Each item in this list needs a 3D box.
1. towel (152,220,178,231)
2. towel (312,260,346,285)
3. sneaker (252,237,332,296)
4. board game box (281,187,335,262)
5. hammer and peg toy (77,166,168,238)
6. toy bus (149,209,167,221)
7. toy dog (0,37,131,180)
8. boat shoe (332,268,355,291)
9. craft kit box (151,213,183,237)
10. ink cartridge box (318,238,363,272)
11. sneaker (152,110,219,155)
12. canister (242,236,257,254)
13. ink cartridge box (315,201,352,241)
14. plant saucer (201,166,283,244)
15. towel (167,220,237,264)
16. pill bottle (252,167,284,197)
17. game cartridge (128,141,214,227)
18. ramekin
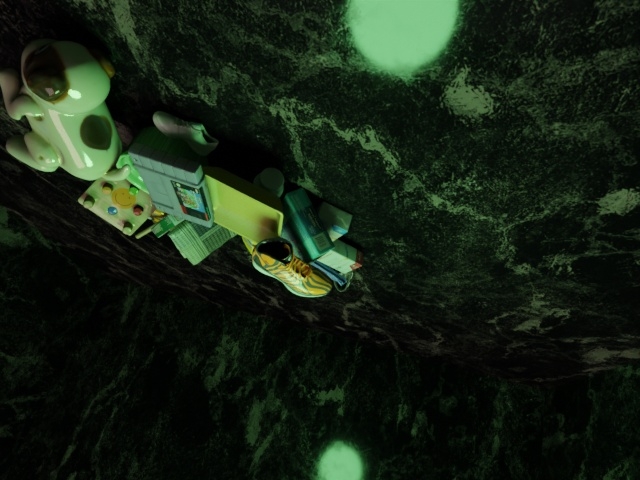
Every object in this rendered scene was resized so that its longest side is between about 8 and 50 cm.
[{"bbox_3d":[-0.719,-0.087,2.155,0.371,0.040,0.271,18,155,4],"label":"towel"},{"bbox_3d":[-0.029,0.123,1.984,0.243,0.040,0.336,35,171,-17],"label":"towel"},{"bbox_3d":[-0.095,0.097,1.477,0.321,0.124,0.180,22,155,-4],"label":"sneaker"},{"bbox_3d":[-0.093,-0.024,1.637,0.253,0.079,0.336,62,153,5],"label":"board game box"},{"bbox_3d":[-0.799,-0.142,1.777,0.361,0.266,0.127,43,-171,-31],"label":"hammer and peg toy"},{"bbox_3d":[-0.816,-0.188,1.910,0.333,0.108,0.130,31,153,-29],"label":"toy bus"},{"bbox_3d":[-0.732,-0.377,1.198,0.395,0.285,0.408,44,140,9],"label":"toy dog"},{"bbox_3d":[0.114,0.161,2.047,0.112,0.095,0.335,16,156,12],"label":"boat shoe"},{"bbox_3d":[-0.560,-0.119,1.729,0.250,0.246,0.061,-17,113,53],"label":"craft kit box"},{"bbox_3d":[0.080,0.066,1.812,0.175,0.072,0.127,28,147,-26],"label":"ink cartridge box"},{"bbox_3d":[-0.426,-0.360,1.337,0.094,0.080,0.212,-21,144,38],"label":"sneaker"},{"bbox_3d":[-0.315,-0.018,1.936,0.126,0.073,0.170,56,160,17],"label":"canister"},{"bbox_3d":[0.014,-0.060,1.663,0.134,0.077,0.231,24,156,-14],"label":"ink cartridge box"},{"bbox_3d":[-0.270,-0.118,1.469,0.333,0.080,0.332,27,154,4],"label":"plant saucer"},{"bbox_3d":[-0.486,-0.048,1.811,0.056,0.312,0.324,46,163,19],"label":"towel"},{"bbox_3d":[-0.194,-0.183,1.494,0.112,0.111,0.187,23,155,-11],"label":"pill bottle"},{"bbox_3d":[-0.486,-0.170,1.403,0.230,0.068,0.355,22,154,5],"label":"game cartridge"},{"bbox_3d":[-0.557,-0.271,1.505,0.304,0.148,0.303,14,156,7],"label":"ramekin"}]
